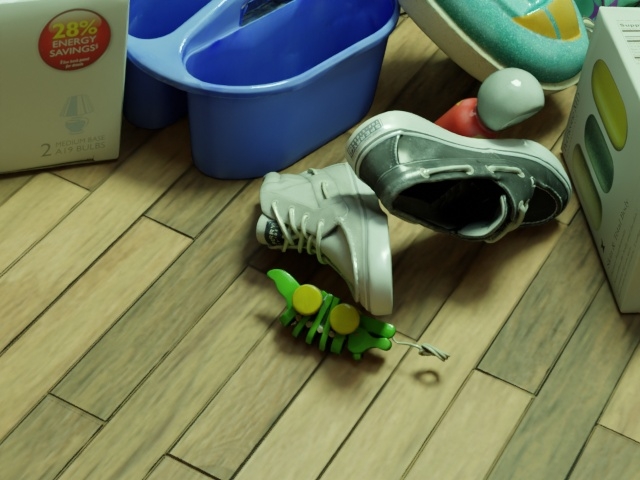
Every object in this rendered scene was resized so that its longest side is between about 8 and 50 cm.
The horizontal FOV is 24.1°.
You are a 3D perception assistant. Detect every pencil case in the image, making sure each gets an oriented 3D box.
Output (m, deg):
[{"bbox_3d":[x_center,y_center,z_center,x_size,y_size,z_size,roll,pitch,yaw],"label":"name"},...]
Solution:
[{"bbox_3d":[0.388,-0.324,1.910,0.151,0.064,0.070,-21,64,-30],"label":"pencil case"}]

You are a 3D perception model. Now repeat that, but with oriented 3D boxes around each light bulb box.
[{"bbox_3d":[-0.420,-0.251,1.566,0.358,0.225,0.361,-10,46,-21],"label":"light bulb box"}]

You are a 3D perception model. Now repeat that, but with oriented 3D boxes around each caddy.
[{"bbox_3d":[-0.069,-0.224,1.634,0.241,0.179,0.341,35,47,25],"label":"caddy"}]

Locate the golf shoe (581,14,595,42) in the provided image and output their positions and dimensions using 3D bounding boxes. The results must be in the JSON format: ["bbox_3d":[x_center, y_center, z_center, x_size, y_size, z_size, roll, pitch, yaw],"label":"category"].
[{"bbox_3d":[0.244,-0.228,1.771,0.198,0.077,0.094,-2,43,-11],"label":"golf shoe"}]

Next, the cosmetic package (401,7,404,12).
[{"bbox_3d":[0.089,-0.398,1.850,0.151,0.184,0.151,-19,49,-29],"label":"cosmetic package"}]

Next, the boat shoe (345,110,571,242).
[{"bbox_3d":[0.156,-0.045,1.473,0.301,0.108,0.102,15,36,-45],"label":"boat shoe"}]

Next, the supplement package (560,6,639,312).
[{"bbox_3d":[0.389,-0.085,1.544,0.198,0.199,0.263,0,42,-9],"label":"supplement package"}]

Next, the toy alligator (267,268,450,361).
[{"bbox_3d":[0.026,0.088,1.407,0.189,0.056,0.051,27,89,9],"label":"toy alligator"}]

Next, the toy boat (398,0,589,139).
[{"bbox_3d":[0.192,-0.219,1.605,0.267,0.148,0.318,33,49,-23],"label":"toy boat"}]

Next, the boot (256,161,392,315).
[{"bbox_3d":[0.000,0.000,1.451,0.123,0.095,0.258,-4,23,-4],"label":"boot"}]
